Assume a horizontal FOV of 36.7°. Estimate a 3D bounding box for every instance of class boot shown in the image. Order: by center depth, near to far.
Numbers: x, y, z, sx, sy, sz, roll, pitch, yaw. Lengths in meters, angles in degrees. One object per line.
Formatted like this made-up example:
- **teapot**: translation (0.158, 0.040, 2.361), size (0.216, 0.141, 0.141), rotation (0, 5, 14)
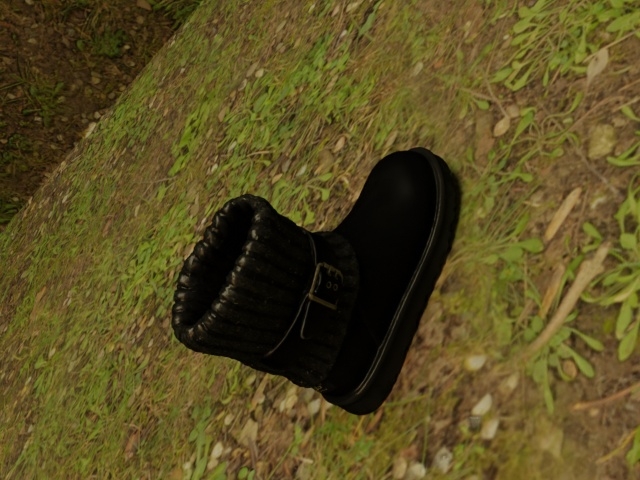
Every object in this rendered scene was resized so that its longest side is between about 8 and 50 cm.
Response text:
- **boot**: translation (0.002, 0.000, 1.076), size (0.131, 0.260, 0.348), rotation (-12, 53, 52)
